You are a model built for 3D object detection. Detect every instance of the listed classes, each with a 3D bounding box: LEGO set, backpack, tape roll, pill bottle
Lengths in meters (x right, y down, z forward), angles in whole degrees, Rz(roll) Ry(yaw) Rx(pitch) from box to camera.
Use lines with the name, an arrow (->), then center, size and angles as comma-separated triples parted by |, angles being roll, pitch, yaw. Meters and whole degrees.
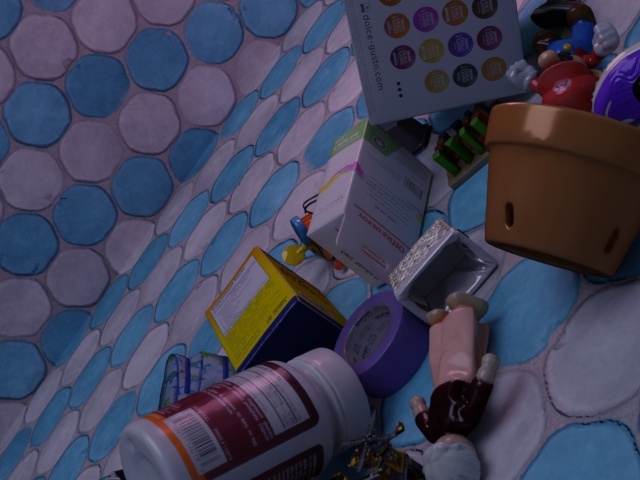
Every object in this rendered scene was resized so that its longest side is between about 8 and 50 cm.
LEGO set -> 0.030, 0.439, 1.554 | 0.255, 0.192, 0.331 | -30, 33, 43
backpack -> -0.229, 0.375, 2.072 | 0.355, 0.273, 0.290 | -68, -13, -58
tape roll -> 0.114, 0.192, 1.878 | 0.189, 0.080, 0.189 | -43, 26, 27
pill bottle -> -0.122, 0.339, 1.728 | 0.392, 0.224, 0.224 | -21, 5, -32

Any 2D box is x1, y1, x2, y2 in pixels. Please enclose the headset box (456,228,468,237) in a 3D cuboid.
headset box -> 0.238, 0.015, 1.943 | 0.083, 0.032, 0.062 | -8, 50, 57

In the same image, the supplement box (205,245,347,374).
supplement box -> -0.079, 0.185, 2.107 | 0.194, 0.195, 0.356 | -52, 24, 4

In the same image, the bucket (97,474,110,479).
bucket -> -0.415, 0.626, 2.062 | 0.183, 0.281, 0.281 | -40, 26, 17

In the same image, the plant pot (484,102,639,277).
plant pot -> 0.371, -0.067, 1.533 | 0.291, 0.291, 0.203 | 14, 86, 65

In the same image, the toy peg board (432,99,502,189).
toy peg board -> 0.300, -0.218, 2.087 | 0.161, 0.079, 0.161 | -41, 27, 28

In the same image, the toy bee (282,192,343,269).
toy bee -> 0.000, 0.000, 2.290 | 0.195, 0.162, 0.298 | -32, -3, 12

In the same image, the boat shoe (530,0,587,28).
boat shoe -> 0.501, -0.481, 2.084 | 0.066, 0.066, 0.183 | -54, 23, -4

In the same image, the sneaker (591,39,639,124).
sneaker -> 0.567, -0.272, 1.626 | 0.293, 0.102, 0.146 | -43, 26, 25

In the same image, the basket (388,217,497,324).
basket -> 0.217, 0.056, 1.833 | 0.167, 0.113, 0.103 | -50, 20, 10

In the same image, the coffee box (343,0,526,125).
coffee box -> 0.224, -0.488, 2.110 | 0.334, 0.338, 0.338 | -11, 29, 5

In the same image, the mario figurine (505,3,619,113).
mario figurine -> 0.443, -0.340, 1.859 | 0.320, 0.170, 0.198 | -75, -5, -54

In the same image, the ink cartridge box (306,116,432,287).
ink cartridge box -> 0.099, -0.052, 2.075 | 0.119, 0.207, 0.353 | -29, 33, 41

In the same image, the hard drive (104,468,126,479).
hard drive -> -0.333, 0.624, 1.865 | 0.237, 0.339, 0.064 | -50, -19, 8

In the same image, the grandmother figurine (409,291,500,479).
grandmother figurine -> 0.217, 0.245, 1.602 | 0.208, 0.104, 0.342 | 123, 163, -48

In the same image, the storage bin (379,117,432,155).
storage bin -> 0.174, -0.234, 2.332 | 0.135, 0.091, 0.098 | -30, 33, 45
